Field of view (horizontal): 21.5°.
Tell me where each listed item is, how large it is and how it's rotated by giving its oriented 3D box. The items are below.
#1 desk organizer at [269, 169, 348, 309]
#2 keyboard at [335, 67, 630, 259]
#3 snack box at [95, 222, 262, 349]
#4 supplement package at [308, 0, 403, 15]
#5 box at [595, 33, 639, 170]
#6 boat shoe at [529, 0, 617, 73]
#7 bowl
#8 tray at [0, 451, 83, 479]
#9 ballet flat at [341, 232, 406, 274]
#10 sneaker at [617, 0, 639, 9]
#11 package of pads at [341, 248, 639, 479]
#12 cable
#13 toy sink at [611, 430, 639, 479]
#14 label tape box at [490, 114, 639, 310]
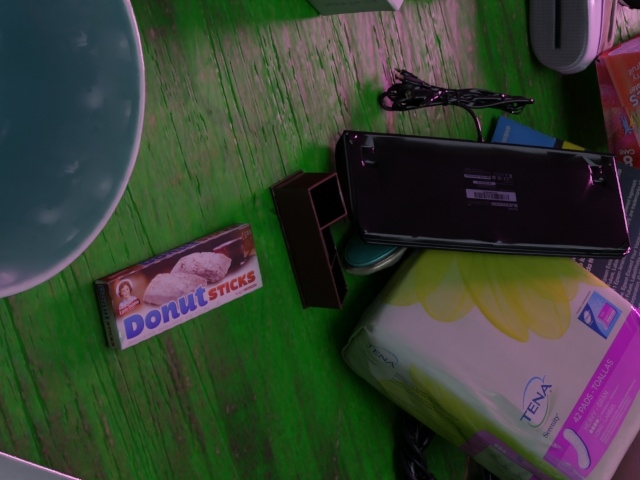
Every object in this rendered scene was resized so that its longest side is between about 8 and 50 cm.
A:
[{"bbox_3d":[0.000,0.000,1.638,0.047,0.050,0.130,-31,114,-40],"label":"desk organizer"},{"bbox_3d":[0.164,-0.076,1.727,0.317,0.033,0.201,4,65,-22],"label":"keyboard"},{"bbox_3d":[-0.126,0.039,1.533,0.178,0.022,0.064,-24,110,-43],"label":"snack box"},{"bbox_3d":[0.046,-0.319,1.630,0.105,0.105,0.179,44,63,-37],"label":"supplement package"},{"bbox_3d":[0.452,-0.183,1.977,0.300,0.154,0.142,-30,114,-55],"label":"box"},{"bbox_3d":[0.288,-0.340,1.892,0.094,0.109,0.302,-18,115,-57],"label":"boat shoe"},{"bbox_3d":[-0.300,-0.113,1.250,0.311,0.163,0.311,-2,93,-46],"label":"bowl"},{"bbox_3d":[-0.223,0.276,1.441,0.270,0.030,0.145,29,71,-42],"label":"tray"},{"bbox_3d":[0.081,-0.011,1.720,0.168,0.057,0.052,-49,146,-30],"label":"ballet flat"},{"bbox_3d":[0.365,-0.397,1.936,0.107,0.124,0.283,-39,118,-37],"label":"sneaker"},{"bbox_3d":[0.195,0.116,1.716,0.296,0.101,0.229,37,60,1],"label":"package of pads"},{"bbox_3d":[0.144,0.239,1.799,0.151,0.047,0.184,-11,100,-44],"label":"cable"},{"bbox_3d":[0.295,0.288,1.877,0.153,0.234,0.131,38,36,-38],"label":"toy sink"},{"bbox_3d":[0.304,0.038,1.881,0.334,0.106,0.240,22,73,-4],"label":"label tape box"}]
